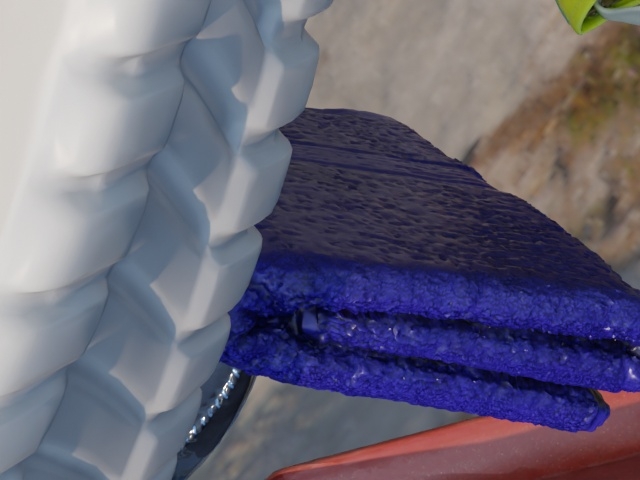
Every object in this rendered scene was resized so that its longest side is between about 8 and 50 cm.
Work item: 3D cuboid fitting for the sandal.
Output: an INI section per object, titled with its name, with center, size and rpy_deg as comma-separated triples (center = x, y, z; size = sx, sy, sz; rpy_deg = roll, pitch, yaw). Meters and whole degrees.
[sandal]
center = -0.090, 0.014, 0.411
size = 0.416, 0.102, 0.169
rpy_deg = -67, 164, 3

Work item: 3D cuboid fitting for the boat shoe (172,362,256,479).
[boat shoe]
center = -0.132, 0.116, 0.760
size = 0.258, 0.109, 0.089
rpy_deg = -43, 172, 12

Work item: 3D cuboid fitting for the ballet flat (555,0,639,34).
[ballet flat]
center = 0.246, -0.170, 0.956
size = 0.231, 0.077, 0.077
rpy_deg = -12, 162, 20

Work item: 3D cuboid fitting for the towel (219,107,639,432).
[towel]
center = 0.000, 0.000, 0.787
size = 0.228, 0.308, 0.076
rpy_deg = 6, 107, -24

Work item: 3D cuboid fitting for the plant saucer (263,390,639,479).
[plant saucer]
center = 0.108, 0.158, 0.745
size = 0.258, 0.259, 0.047
rpy_deg = -15, 114, 1
